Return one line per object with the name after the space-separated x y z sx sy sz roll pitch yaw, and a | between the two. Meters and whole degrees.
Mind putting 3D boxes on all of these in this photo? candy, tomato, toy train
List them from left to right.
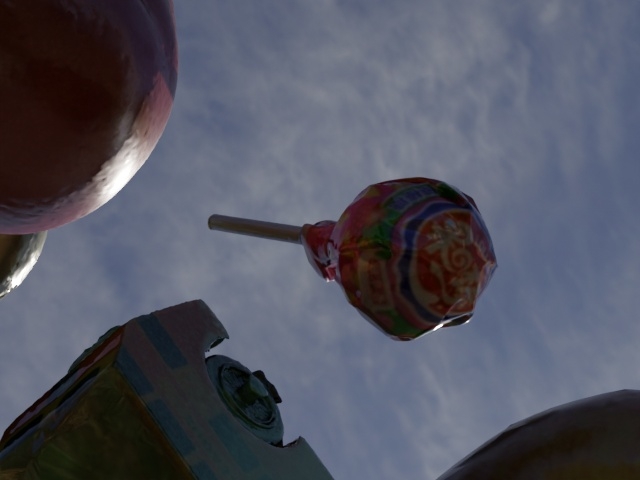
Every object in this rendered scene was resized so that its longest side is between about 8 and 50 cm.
-0.234 -0.132 0.862 0.298 0.298 0.226 21 -66 -20 | tomato
-0.029 0.109 0.455 0.072 0.099 0.188 -40 -100 16 | toy train
0.000 0.000 1.065 0.124 0.365 0.124 -4 -84 -34 | candy

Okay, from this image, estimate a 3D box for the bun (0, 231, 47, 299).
-0.430 -0.038 1.223 0.364 0.364 0.202 4 -15 -10 | bun

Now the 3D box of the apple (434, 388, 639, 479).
0.142 0.208 0.633 0.277 0.309 0.250 18 -56 17 | apple
